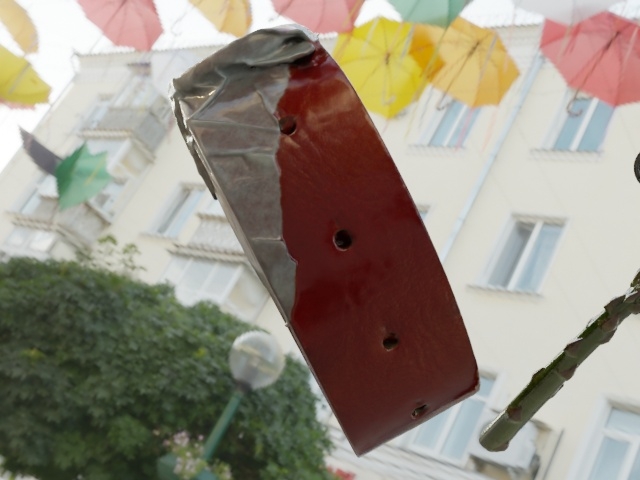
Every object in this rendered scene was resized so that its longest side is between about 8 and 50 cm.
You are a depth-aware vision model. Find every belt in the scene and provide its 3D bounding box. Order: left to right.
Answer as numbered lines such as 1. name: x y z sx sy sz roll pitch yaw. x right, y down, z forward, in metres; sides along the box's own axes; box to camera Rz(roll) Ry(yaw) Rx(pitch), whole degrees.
1. belt: 0.000 0.000 0.664 0.324 0.115 0.227 65 -7 -22

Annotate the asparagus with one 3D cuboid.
1. asparagus: 0.165 0.080 0.599 0.024 0.025 0.248 34 -42 7

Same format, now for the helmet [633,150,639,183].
1. helmet: 0.422 -0.084 1.091 0.084 0.065 0.049 19 7 23
